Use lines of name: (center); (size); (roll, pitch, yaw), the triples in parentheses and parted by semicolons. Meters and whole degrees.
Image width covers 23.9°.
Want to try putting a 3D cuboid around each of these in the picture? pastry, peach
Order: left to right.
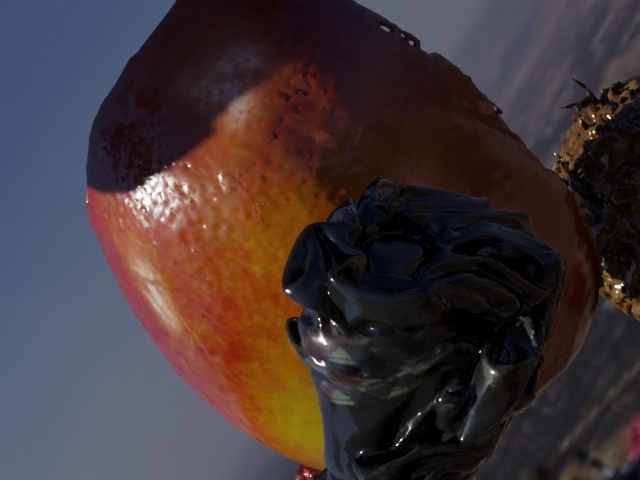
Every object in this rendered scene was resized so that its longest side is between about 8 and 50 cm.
peach: (0.000, 0.000, 1.052); (0.242, 0.380, 0.306); (-47, 7, -24)
pastry: (0.300, -0.024, 1.296); (0.193, 0.275, 0.275); (-22, 26, 38)

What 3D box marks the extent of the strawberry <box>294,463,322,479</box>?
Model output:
strawberry: (0.065, 0.309, 1.642); (0.201, 0.187, 0.184); (1, -54, -43)

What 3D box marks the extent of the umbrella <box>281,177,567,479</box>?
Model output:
umbrella: (0.028, 0.110, 0.626); (0.122, 0.110, 0.272); (-120, 31, -53)
